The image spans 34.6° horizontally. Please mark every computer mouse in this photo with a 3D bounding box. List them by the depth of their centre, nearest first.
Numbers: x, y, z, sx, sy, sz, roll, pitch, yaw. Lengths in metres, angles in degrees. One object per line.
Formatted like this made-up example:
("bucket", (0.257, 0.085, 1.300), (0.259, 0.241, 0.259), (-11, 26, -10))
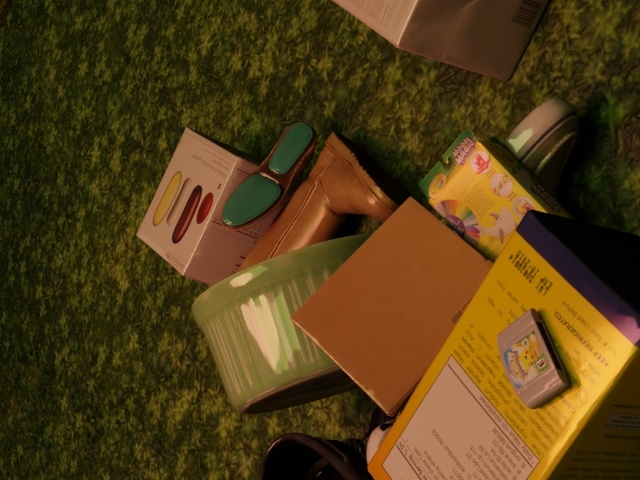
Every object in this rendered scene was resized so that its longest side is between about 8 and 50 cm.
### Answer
("computer mouse", (0.099, 0.246, 1.248), (0.042, 0.193, 0.106), (8, 88, 30))
("computer mouse", (0.074, 0.275, 1.401), (0.242, 0.041, 0.071), (-52, 21, 43))

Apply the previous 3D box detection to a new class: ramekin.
("ramekin", (-0.002, 0.115, 1.322), (0.303, 0.303, 0.148), (-33, 70, 45))

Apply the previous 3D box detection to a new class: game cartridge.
("game cartridge", (0.197, 0.113, 0.964), (0.056, 0.017, 0.083), (-49, 47, 39))

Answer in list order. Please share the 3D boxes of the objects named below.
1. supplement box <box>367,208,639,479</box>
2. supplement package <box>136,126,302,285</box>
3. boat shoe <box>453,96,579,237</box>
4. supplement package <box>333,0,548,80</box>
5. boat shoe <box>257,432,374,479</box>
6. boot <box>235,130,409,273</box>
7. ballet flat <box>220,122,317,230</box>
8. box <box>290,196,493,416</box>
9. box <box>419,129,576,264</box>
("supplement box", (0.241, 0.177, 1.067), (0.356, 0.195, 0.194), (-61, 41, 22))
("supplement package", (-0.164, -0.046, 1.669), (0.194, 0.149, 0.203), (31, 98, 52))
("boat shoe", (0.232, -0.027, 1.223), (0.094, 0.109, 0.302), (41, 122, 24))
("supplement package", (0.142, -0.362, 1.316), (0.263, 0.198, 0.199), (47, 120, 46))
("boat shoe", (0.039, 0.391, 1.159), (0.187, 0.156, 0.500), (-45, 30, 8))
("boot", (0.000, 0.000, 1.483), (0.269, 0.089, 0.236), (-55, 29, 13))
("ballet flat", (-0.071, -0.086, 1.547), (0.073, 0.067, 0.206), (37, 76, 17))
("box", (0.090, 0.069, 1.150), (0.201, 0.021, 0.164), (-45, 64, -5))
("box", (0.201, -0.034, 1.152), (0.179, 0.043, 0.105), (48, 127, 12))
